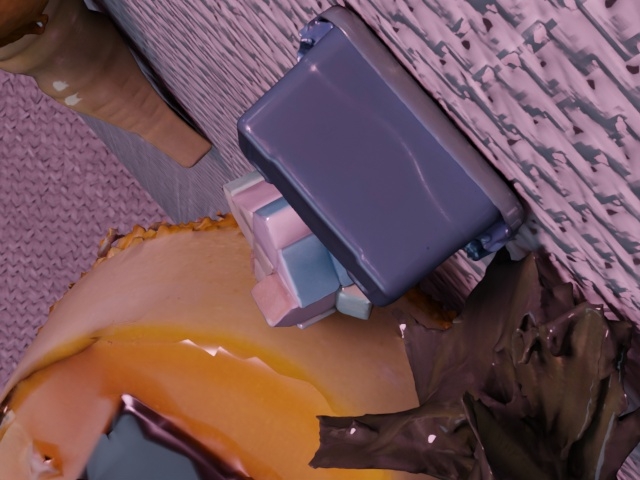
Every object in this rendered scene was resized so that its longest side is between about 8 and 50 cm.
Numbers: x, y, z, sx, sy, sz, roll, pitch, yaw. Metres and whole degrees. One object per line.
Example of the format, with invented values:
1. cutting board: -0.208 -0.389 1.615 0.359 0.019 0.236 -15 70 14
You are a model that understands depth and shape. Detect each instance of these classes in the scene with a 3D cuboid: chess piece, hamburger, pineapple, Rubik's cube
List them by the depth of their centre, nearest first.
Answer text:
1. pineapple: 0.111 0.133 0.568 0.277 0.119 0.130 54 -169 -28
2. Rubik's cube: 0.002 0.000 0.656 0.084 0.075 0.073 -106 -5 -69
3. hamburger: -0.032 0.127 0.777 0.294 0.276 0.179 32 -152 8
4. chess piece: -0.168 -0.125 1.129 0.200 0.090 0.090 39 -178 -40

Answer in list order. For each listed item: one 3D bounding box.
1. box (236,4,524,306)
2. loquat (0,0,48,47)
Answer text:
1. box: 0.016 -0.024 0.514 0.099 0.054 0.074 49 172 2
2. loquat: -0.233 -0.181 0.917 0.163 0.137 0.163 47 -166 -15
